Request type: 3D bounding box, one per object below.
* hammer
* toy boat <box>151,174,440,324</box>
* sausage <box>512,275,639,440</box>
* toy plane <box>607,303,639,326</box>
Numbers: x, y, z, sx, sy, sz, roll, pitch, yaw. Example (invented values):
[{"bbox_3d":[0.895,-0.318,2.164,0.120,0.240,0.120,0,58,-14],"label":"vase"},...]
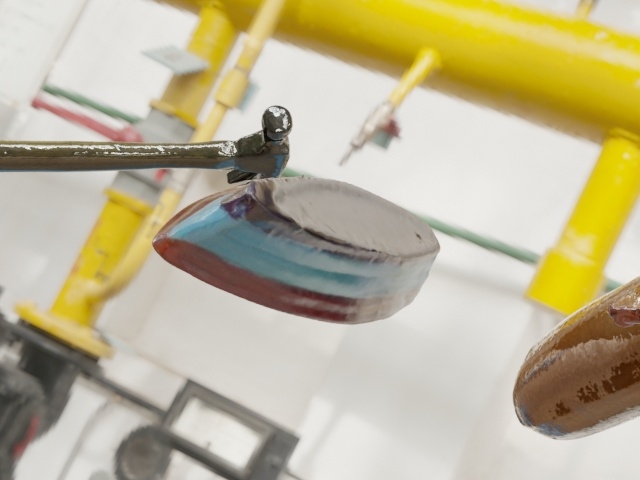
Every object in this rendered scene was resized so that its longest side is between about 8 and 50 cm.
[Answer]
[{"bbox_3d":[-0.255,-0.101,1.448,0.440,0.044,0.168,0,-26,-10],"label":"hammer"},{"bbox_3d":[0.000,0.000,1.024,0.136,0.079,0.392,63,20,16],"label":"toy boat"},{"bbox_3d":[0.244,0.093,1.019,0.105,0.105,0.274,28,-29,-9],"label":"sausage"},{"bbox_3d":[0.171,-0.011,0.436,0.077,0.126,0.194,21,-30,-2],"label":"toy plane"}]
